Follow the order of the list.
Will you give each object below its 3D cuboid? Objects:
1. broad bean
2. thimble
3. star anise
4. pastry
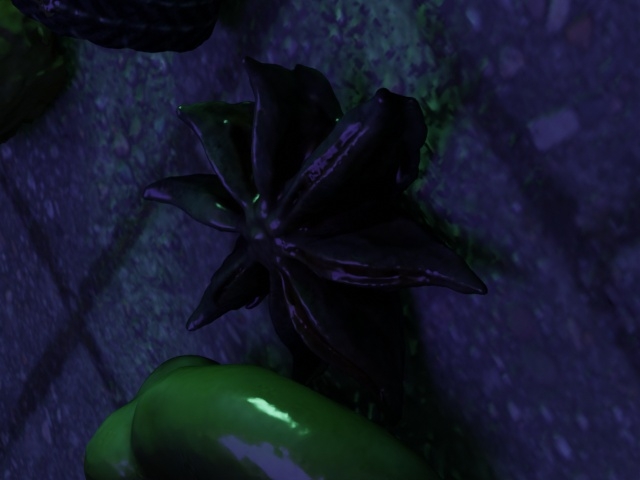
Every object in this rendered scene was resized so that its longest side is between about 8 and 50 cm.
[{"bbox_3d":[-0.025,0.130,0.703,0.169,0.100,0.228,51,155,-15],"label":"broad bean"},{"bbox_3d":[-0.097,-0.136,0.700,0.095,0.104,0.066,36,124,23],"label":"thimble"},{"bbox_3d":[0.000,0.000,0.665,0.180,0.061,0.205,41,136,24],"label":"star anise"},{"bbox_3d":[-0.243,-0.147,0.889,0.182,0.093,0.193,-31,81,55],"label":"pastry"}]
